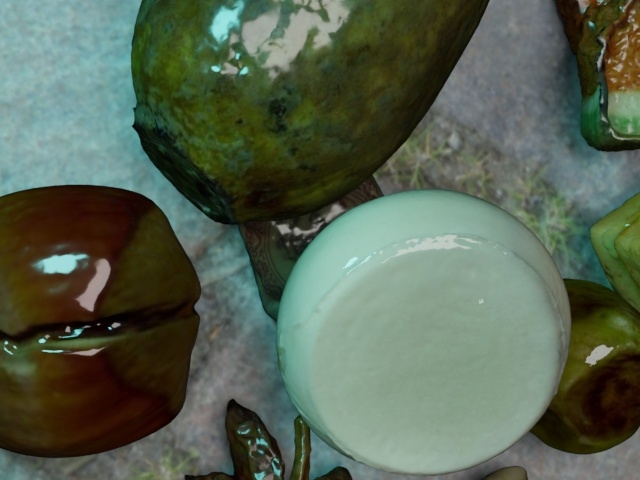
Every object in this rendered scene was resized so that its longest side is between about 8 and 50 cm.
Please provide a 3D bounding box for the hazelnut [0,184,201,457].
[{"bbox_3d":[-0.200,0.064,1.169,0.181,0.181,0.212,-13,102,-35],"label":"hazelnut"}]

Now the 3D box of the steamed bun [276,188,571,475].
[{"bbox_3d":[0.077,0.064,1.207,0.232,0.145,0.232,-3,112,-7],"label":"steamed bun"}]

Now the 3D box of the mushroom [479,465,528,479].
[{"bbox_3d":[0.178,0.368,1.307,0.109,0.097,0.351,-5,85,-18],"label":"mushroom"}]

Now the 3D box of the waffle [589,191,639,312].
[{"bbox_3d":[0.399,0.070,1.355,0.224,0.098,0.327,-36,111,-11],"label":"waffle"}]

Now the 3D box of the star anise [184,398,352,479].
[{"bbox_3d":[-0.033,0.237,1.229,0.212,0.111,0.196,47,64,2],"label":"star anise"}]

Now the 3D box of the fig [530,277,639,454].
[{"bbox_3d":[0.206,0.102,1.312,0.166,0.154,0.144,24,97,17],"label":"fig"}]

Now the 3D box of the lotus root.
[{"bbox_3d":[-0.009,-0.179,1.200,0.250,0.250,0.346,37,75,-11],"label":"lotus root"}]

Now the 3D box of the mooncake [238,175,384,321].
[{"bbox_3d":[0.000,0.000,1.281,0.130,0.073,0.125,-22,94,-12],"label":"mooncake"}]

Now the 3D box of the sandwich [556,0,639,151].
[{"bbox_3d":[0.317,-0.189,1.363,0.212,0.109,0.292,40,76,-4],"label":"sandwich"}]
